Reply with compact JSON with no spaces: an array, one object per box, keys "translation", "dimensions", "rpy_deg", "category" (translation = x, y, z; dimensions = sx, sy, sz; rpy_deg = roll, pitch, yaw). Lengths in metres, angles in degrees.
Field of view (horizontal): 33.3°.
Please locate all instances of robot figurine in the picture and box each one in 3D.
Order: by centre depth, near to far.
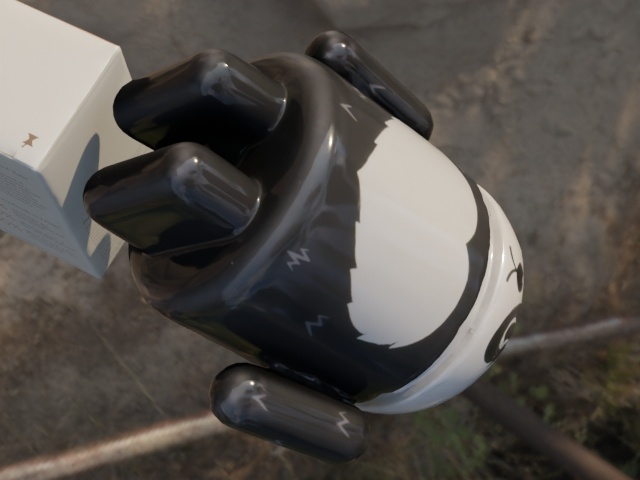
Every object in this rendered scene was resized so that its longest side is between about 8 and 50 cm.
[{"translation":[0.002,-0.002,0.640],"dimensions":[0.278,0.173,0.209],"rpy_deg":[32,99,-36],"category":"robot figurine"}]

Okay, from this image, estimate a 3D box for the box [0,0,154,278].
[{"translation":[-0.186,-0.067,0.680],"dimensions":[0.091,0.130,0.170],"rpy_deg":[-60,168,-20],"category":"box"}]
